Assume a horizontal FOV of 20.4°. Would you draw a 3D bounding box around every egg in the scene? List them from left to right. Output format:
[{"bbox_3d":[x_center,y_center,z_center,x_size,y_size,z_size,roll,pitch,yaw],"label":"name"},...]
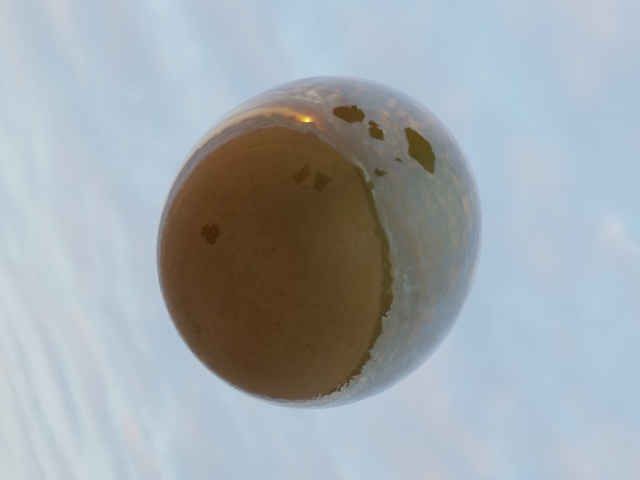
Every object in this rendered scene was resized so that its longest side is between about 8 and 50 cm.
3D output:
[{"bbox_3d":[0.000,0.000,1.383,0.250,0.250,0.322,64,-21,12],"label":"egg"}]
